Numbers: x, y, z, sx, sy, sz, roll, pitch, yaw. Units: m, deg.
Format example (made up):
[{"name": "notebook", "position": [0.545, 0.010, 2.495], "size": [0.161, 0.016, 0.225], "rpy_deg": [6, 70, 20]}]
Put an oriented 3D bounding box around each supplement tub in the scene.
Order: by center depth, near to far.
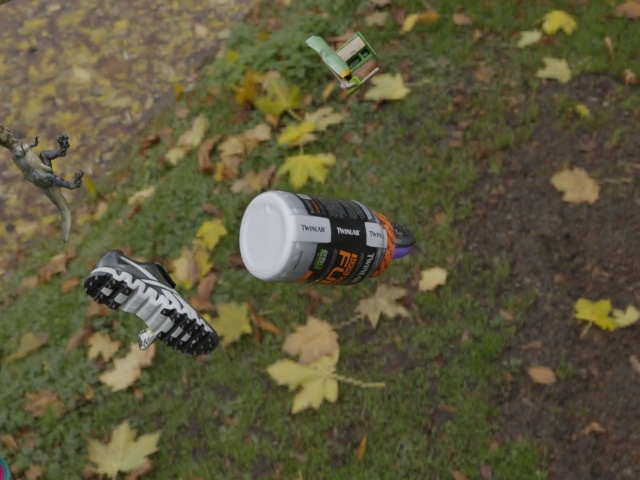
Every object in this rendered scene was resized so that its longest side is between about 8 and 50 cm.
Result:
[{"name": "supplement tub", "position": [0.000, 0.000, 1.258], "size": [0.190, 0.117, 0.117], "rpy_deg": [5, 34, -40]}]

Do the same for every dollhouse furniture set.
[{"name": "dollhouse furniture set", "position": [0.035, -0.227, 1.184], "size": [0.058, 0.152, 0.076], "rpy_deg": [-38, 91, 8]}]

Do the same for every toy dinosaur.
[{"name": "toy dinosaur", "position": [-0.510, -0.129, 1.813], "size": [0.118, 0.268, 0.064], "rpy_deg": [-24, 21, 19]}]

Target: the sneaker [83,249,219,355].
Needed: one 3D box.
[{"name": "sneaker", "position": [-0.248, 0.087, 1.484], "size": [0.234, 0.078, 0.106], "rpy_deg": [34, 33, -21]}]

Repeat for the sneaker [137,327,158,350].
[{"name": "sneaker", "position": [-0.264, 0.152, 1.551], "size": [0.035, 0.083, 0.031], "rpy_deg": [12, 46, -39]}]

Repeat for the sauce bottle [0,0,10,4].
[{"name": "sauce bottle", "position": [-0.438, -0.306, 1.111], "size": [0.344, 0.111, 0.111], "rpy_deg": [-11, 41, 26]}]

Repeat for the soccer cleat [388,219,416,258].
[{"name": "soccer cleat", "position": [0.021, 0.019, 1.647], "size": [0.318, 0.117, 0.108], "rpy_deg": [4, 12, 32]}]

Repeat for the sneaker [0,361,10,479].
[{"name": "sneaker", "position": [-0.479, 0.268, 1.294], "size": [0.178, 0.124, 0.296], "rpy_deg": [1, 50, 30]}]
